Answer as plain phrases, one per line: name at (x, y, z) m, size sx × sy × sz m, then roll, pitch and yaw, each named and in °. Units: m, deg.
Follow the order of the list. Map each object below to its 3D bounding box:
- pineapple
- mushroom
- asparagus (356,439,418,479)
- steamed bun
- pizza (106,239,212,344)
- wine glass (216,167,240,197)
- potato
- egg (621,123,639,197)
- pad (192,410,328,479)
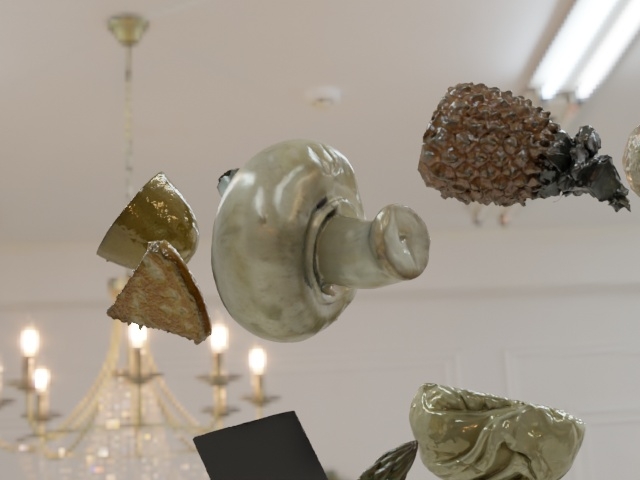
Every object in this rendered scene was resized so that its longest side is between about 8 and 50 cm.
pineapple at (0.363, -0.141, 2.096) m, size 0.357 × 0.223 × 0.223 m, roll 16°, pitch -9°, yaw 21°
mushroom at (-0.035, -0.003, 1.849) m, size 0.315 × 0.315 × 0.356 m, roll 0°, pitch -9°, yaw -11°
asparagus at (0.077, 0.460, 2.161) m, size 0.287 × 0.080 × 0.080 m, roll -49°, pitch -27°, yaw 6°
steamed bun at (0.319, 0.393, 2.310) m, size 0.289 × 0.203 × 0.276 m, roll 15°, pitch -9°, yaw -20°
pizza at (-0.274, 0.095, 2.037) m, size 0.199 × 0.188 × 0.062 m, roll -15°, pitch 13°, yaw 33°
wine glass at (-0.153, -0.074, 2.375) m, size 0.072 × 0.155 × 0.072 m, roll -8°, pitch -57°, yaw -12°
potato at (-0.314, -0.009, 2.376) m, size 0.158 × 0.203 × 0.178 m, roll 40°, pitch -29°, yaw 4°
egg at (0.673, -0.154, 2.318) m, size 0.195 × 0.195 × 0.233 m, roll 1°, pitch -10°, yaw -12°
pad at (-0.063, 0.354, 1.719) m, size 0.163 × 0.243 × 0.004 m, roll -12°, pitch -37°, yaw -24°
